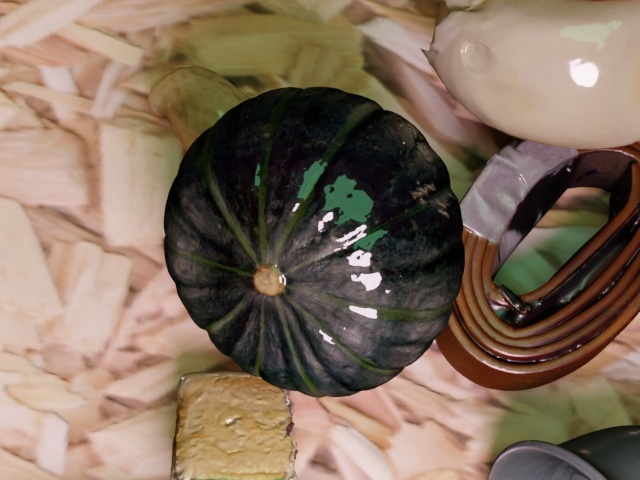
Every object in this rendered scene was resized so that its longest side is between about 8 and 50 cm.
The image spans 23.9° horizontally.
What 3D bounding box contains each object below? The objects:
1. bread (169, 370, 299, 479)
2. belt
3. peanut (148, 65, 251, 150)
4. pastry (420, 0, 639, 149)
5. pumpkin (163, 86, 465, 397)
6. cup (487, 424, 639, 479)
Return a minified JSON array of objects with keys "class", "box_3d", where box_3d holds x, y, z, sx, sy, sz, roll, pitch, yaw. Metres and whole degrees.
[{"class":"bread","box_3d":[-0.070,0.167,1.241,0.106,0.082,0.125,-3,46,1]},{"class":"belt","box_3d":[0.202,0.007,1.311,0.261,0.105,0.184,-42,80,-14]},{"class":"peanut","box_3d":[-0.064,-0.097,1.329,0.187,0.082,0.082,20,74,3]},{"class":"pastry","box_3d":[0.219,-0.190,1.310,0.264,0.133,0.265,-4,38,3]},{"class":"pumpkin","box_3d":[0.000,0.000,1.214,0.250,0.216,0.250,1,92,20]},{"class":"cup","box_3d":[0.254,0.223,1.232,0.150,0.199,0.199,-25,78,-30]}]
